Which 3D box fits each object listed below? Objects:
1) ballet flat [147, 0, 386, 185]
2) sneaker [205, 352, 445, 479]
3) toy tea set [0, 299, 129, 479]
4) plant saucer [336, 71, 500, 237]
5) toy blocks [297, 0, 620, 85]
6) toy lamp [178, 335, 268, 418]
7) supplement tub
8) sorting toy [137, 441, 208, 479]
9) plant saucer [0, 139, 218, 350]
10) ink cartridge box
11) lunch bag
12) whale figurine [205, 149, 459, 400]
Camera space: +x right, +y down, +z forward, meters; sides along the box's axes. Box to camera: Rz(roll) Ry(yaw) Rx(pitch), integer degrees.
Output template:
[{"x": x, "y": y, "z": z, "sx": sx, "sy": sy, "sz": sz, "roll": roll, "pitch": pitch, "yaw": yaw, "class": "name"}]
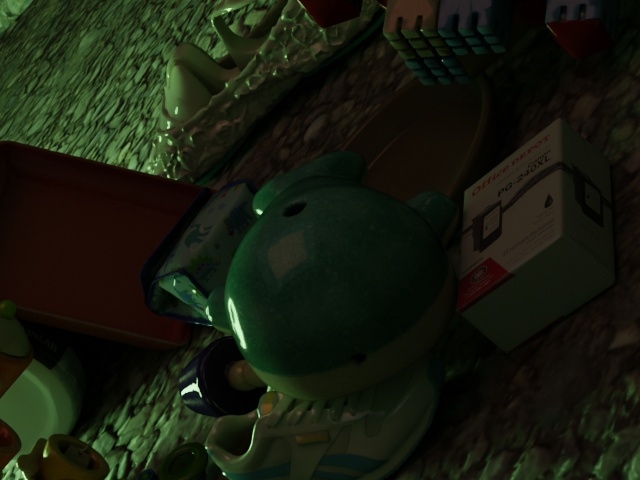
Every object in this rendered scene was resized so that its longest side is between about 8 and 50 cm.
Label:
[{"x": -0.089, "y": -0.205, "z": 2.140, "sx": 0.409, "sy": 0.147, "sz": 0.147, "roll": -39, "pitch": 26, "yaw": 31, "class": "ballet flat"}, {"x": 0.004, "y": 0.144, "z": 1.480, "sx": 0.228, "sy": 0.092, "sz": 0.087, "roll": -34, "pitch": 27, "yaw": 36, "class": "sneaker"}, {"x": -0.287, "y": 0.167, "z": 1.812, "sx": 0.124, "sy": 0.336, "sz": 0.200, "roll": -57, "pitch": -17, "yaw": 14, "class": "toy tea set"}, {"x": 0.066, "y": -0.041, "z": 1.707, "sx": 0.278, "sy": 0.041, "sz": 0.278, "roll": -41, "pitch": 25, "yaw": 24, "class": "plant saucer"}, {"x": 0.130, "y": -0.259, "z": 1.658, "sx": 0.381, "sy": 0.191, "sz": 0.261, "roll": -1, "pitch": 68, "yaw": 25, "class": "toy blocks"}, {"x": -0.032, "y": 0.108, "z": 1.630, "sx": 0.274, "sy": 0.080, "sz": 0.080, "roll": -17, "pitch": 41, "yaw": 51, "class": "toy lamp"}, {"x": -0.335, "y": 0.075, "z": 2.114, "sx": 0.193, "sy": 0.193, "sz": 0.316, "roll": -38, "pitch": 25, "yaw": 32, "class": "supplement tub"}, {"x": -0.135, "y": 0.231, "z": 1.702, "sx": 0.102, "sy": 0.042, "sz": 0.061, "roll": -48, "pitch": 35, "yaw": -21, "class": "sorting toy"}, {"x": -0.251, "y": 0.013, "z": 2.025, "sx": 0.258, "sy": 0.259, "sz": 0.048, "roll": -81, "pitch": 6, "yaw": -50, "class": "plant saucer"}, {"x": 0.163, "y": -0.006, "z": 1.431, "sx": 0.109, "sy": 0.063, "sz": 0.150, "roll": -39, "pitch": 26, "yaw": 31, "class": "ink cartridge box"}, {"x": -0.111, "y": 0.015, "z": 1.900, "sx": 0.129, "sy": 0.096, "sz": 0.151, "roll": -53, "pitch": 15, "yaw": -22, "class": "lunch bag"}, {"x": 0.000, "y": 0.000, "z": 1.472, "sx": 0.216, "sy": 0.141, "sz": 0.272, "roll": -24, "pitch": 34, "yaw": 7, "class": "whale figurine"}]
